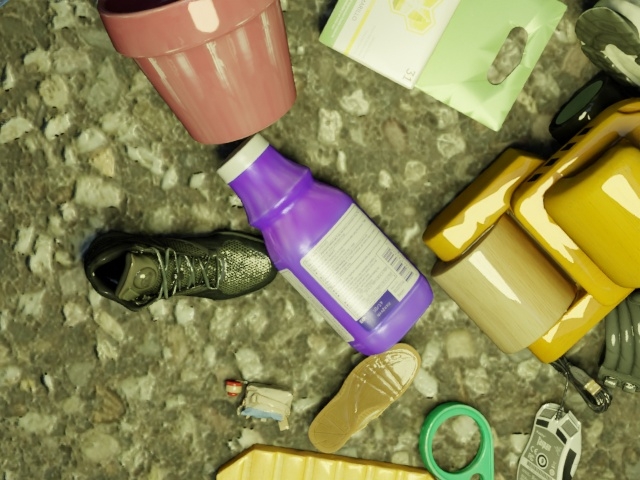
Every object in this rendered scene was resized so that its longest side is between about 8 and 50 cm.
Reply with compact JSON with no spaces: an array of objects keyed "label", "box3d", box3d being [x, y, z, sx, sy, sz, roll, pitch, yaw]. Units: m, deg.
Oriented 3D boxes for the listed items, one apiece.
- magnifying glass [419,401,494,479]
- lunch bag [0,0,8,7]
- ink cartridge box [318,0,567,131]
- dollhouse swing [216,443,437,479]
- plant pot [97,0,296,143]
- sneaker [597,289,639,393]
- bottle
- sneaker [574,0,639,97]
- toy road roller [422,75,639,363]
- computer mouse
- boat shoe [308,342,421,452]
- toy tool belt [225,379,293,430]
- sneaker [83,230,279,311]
[{"label":"magnifying glass","box3d":[0.191,0.299,1.747,0.092,0.026,0.231,-32,109,-18]},{"label":"lunch bag","box3d":[-0.371,-0.295,1.605,0.098,0.065,0.067,-36,115,14]},{"label":"ink cartridge box","box3d":[0.139,-0.245,1.622,0.235,0.056,0.171,28,101,-4]},{"label":"dollhouse swing","box3d":[-0.001,0.456,1.675,0.346,0.315,0.305,9,113,-1]},{"label":"plant pot","box3d":[-0.116,-0.214,1.569,0.201,0.201,0.180,-21,117,5]},{"label":"sneaker","box3d":[0.408,0.174,1.700,0.147,0.104,0.296,-8,113,19]},{"label":"bottle","box3d":[0.000,0.000,1.649,0.283,0.092,0.118,46,68,-9]},{"label":"sneaker","box3d":[0.489,-0.181,1.600,0.410,0.158,0.182,38,83,-13]},{"label":"toy road roller","box3d":[0.286,-0.013,1.577,0.329,0.240,0.202,-43,99,9]},{"label":"computer mouse","box3d":[0.285,0.231,1.722,0.042,0.106,0.193,-5,119,-40]},{"label":"boat shoe","box3d":[0.054,0.180,1.715,0.170,0.059,0.063,-43,87,14]},{"label":"toy tool belt","box3d":[-0.075,0.198,1.723,0.083,0.052,0.051,9,94,-1]},{"label":"sneaker","box3d":[-0.159,0.038,1.649,0.227,0.130,0.087,4,104,-3]}]
